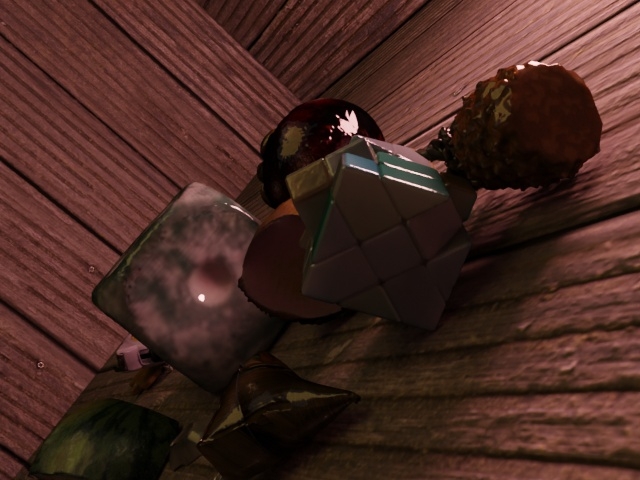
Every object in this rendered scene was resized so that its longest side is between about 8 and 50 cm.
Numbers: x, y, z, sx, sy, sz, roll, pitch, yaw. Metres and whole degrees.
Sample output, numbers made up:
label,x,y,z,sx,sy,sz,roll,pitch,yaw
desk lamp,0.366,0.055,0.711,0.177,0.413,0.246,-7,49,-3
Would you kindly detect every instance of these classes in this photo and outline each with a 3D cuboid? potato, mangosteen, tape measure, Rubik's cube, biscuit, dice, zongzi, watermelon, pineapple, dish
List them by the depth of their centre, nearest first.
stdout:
label,x,y,z,sx,sy,sz,roll,pitch,yaw
Rubik's cube,0.072,-0.019,0.862,0.213,0.266,0.224,-87,16,-67
pineapple,0.227,-0.128,0.902,0.169,0.169,0.340,-52,9,-15
zongzi,-0.043,0.205,0.913,0.242,0.112,0.221,-35,17,19
potato,0.000,0.000,1.133,0.229,0.229,0.266,-43,13,22
dish,-0.248,0.374,1.208,0.137,0.039,0.091,-40,16,24
watermelon,-0.420,0.463,1.355,0.262,0.201,0.212,8,41,20
mangosteen,-0.001,-0.164,1.380,0.297,0.293,0.297,-50,-15,-19
dice,-0.259,0.099,1.385,0.330,0.328,0.348,-52,14,-17
tape measure,-0.496,0.320,1.914,0.179,0.105,0.196,-11,12,5
biscuit,-0.529,0.410,1.994,0.153,0.030,0.234,-54,15,-19

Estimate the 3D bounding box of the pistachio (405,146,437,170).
label,x,y,z,sx,sy,sz,roll,pitch,yaw
pistachio,0.145,-0.078,1.081,0.206,0.132,0.129,-59,-25,-52
